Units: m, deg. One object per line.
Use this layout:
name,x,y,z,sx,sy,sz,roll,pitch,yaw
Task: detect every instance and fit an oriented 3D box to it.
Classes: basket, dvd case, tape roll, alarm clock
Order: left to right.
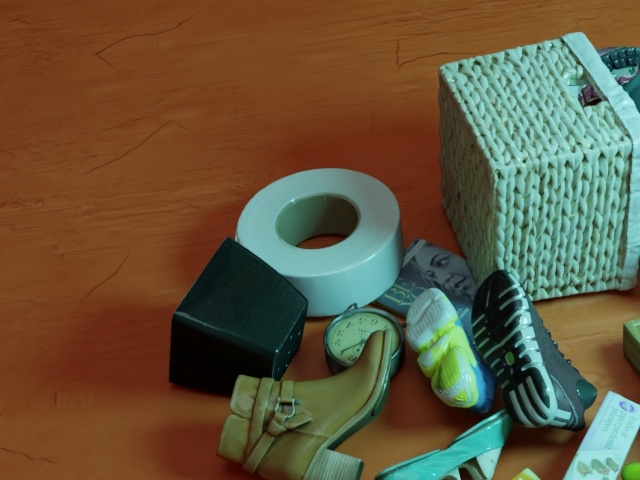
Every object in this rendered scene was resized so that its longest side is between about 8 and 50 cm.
tape roll,0.000,0.000,2.105,0.286,0.100,0.286,-6,42,5
alarm clock,0.062,0.185,1.948,0.129,0.064,0.192,17,46,22
dvd case,0.210,0.088,2.063,0.221,0.018,0.164,25,52,28
basket,0.360,-0.115,2.020,0.266,0.331,0.328,-11,43,-6

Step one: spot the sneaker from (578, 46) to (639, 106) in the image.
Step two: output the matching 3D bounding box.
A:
sneaker,0.499,-0.310,2.381,0.299,0.121,0.112,-8,15,0

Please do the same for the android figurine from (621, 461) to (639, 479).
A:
android figurine,0.490,0.355,1.596,0.273,0.056,0.248,-14,47,58

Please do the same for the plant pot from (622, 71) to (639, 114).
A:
plant pot,0.670,-0.095,1.997,0.341,0.341,0.334,-4,52,2

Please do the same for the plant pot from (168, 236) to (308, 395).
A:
plant pot,-0.122,0.141,1.942,0.167,0.188,0.187,22,50,11

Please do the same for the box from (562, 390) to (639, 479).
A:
box,0.380,0.318,1.692,0.063,0.067,0.324,25,31,16

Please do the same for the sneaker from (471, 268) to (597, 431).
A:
sneaker,0.334,0.182,1.876,0.162,0.106,0.281,23,40,-34

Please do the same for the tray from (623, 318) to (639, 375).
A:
tray,0.624,0.235,1.772,0.203,0.076,0.411,-14,32,-8

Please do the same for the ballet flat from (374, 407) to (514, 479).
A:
ballet flat,0.198,0.333,1.786,0.247,0.083,0.087,-24,71,-17

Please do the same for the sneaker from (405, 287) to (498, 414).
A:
sneaker,0.209,0.184,1.912,0.091,0.126,0.240,-36,35,21

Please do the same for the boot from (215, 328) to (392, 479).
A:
boot,-0.018,0.238,1.840,0.220,0.109,0.283,16,75,12

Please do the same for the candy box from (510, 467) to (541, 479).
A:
candy box,0.224,0.465,1.628,0.316,0.087,0.183,-30,49,-23
